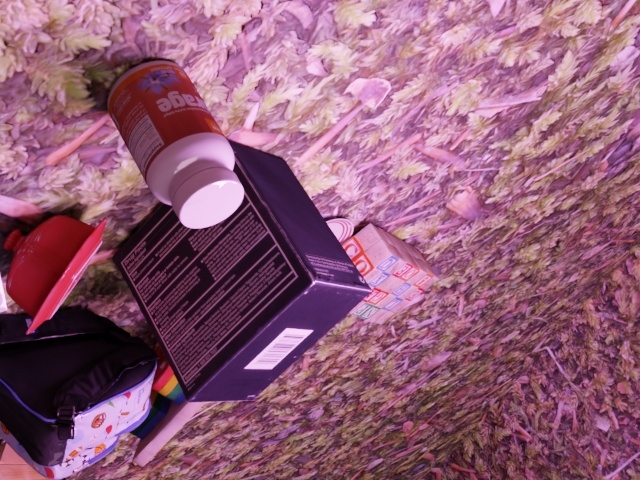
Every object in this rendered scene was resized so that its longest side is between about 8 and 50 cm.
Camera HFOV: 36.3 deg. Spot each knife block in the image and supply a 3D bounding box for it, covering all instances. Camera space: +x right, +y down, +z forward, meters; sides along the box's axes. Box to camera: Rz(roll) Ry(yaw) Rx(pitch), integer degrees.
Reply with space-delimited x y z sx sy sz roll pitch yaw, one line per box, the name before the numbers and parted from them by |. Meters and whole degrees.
knife block | -0.566 0.515 1.907 0.088 0.276 0.242 -38 111 10

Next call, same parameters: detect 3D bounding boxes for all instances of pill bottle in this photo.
pill bottle | -0.188 -0.125 1.291 0.121 0.216 0.121 -25 152 -14

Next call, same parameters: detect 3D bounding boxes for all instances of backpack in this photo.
backpack | -0.409 0.248 1.624 0.263 0.276 0.213 -25 140 -42

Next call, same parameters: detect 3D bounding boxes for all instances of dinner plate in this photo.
dinner plate | 0.000 0.000 1.907 0.141 0.017 0.141 -24 151 -15

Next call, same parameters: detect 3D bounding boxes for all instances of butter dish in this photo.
butter dish | -0.408 0.027 1.434 0.160 0.118 0.160 -50 -170 33

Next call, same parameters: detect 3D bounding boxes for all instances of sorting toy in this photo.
sorting toy | -0.268 0.242 1.811 0.089 0.257 0.255 35 122 -13

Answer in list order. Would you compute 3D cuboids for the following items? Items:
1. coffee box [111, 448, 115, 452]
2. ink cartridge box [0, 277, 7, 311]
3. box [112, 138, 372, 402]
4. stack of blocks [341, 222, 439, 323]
coffee box | -0.498 0.417 2.044 0.113 0.040 0.184 -23 151 -18
ink cartridge box | -0.536 0.073 1.326 0.175 0.127 0.072 -18 113 -33
box | -0.129 0.053 1.558 0.296 0.294 0.182 -43 153 21
stack of blocks | 0.116 0.076 2.056 0.171 0.087 0.297 -39 155 13
